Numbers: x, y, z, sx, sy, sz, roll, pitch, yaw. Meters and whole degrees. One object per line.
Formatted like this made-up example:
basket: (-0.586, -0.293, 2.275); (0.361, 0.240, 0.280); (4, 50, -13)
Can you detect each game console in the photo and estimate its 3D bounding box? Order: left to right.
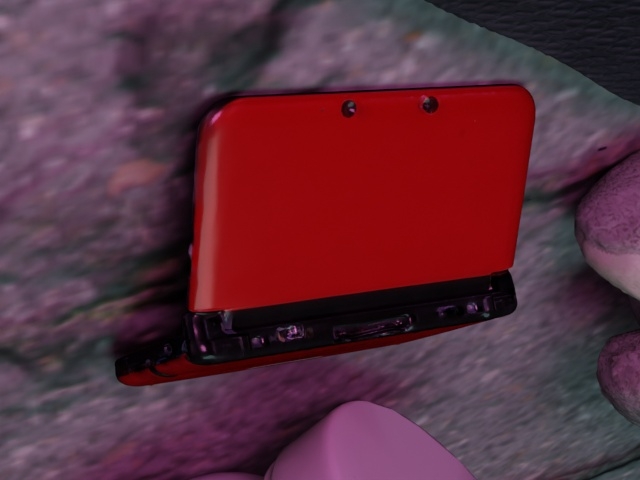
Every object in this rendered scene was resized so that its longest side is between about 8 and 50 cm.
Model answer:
game console: (0.000, 0.000, 0.509); (0.144, 0.085, 0.124); (-6, 171, -31)

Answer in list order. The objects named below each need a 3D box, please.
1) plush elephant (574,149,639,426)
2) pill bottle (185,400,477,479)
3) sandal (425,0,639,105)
plush elephant: (0.283, 0.089, 0.620); (0.272, 0.255, 0.330); (-23, 146, -11)
pill bottle: (-0.062, 0.229, 0.608); (0.334, 0.188, 0.188); (-43, 145, 19)
sandal: (0.089, -0.095, 0.408); (0.097, 0.054, 0.254); (-6, 169, 27)
